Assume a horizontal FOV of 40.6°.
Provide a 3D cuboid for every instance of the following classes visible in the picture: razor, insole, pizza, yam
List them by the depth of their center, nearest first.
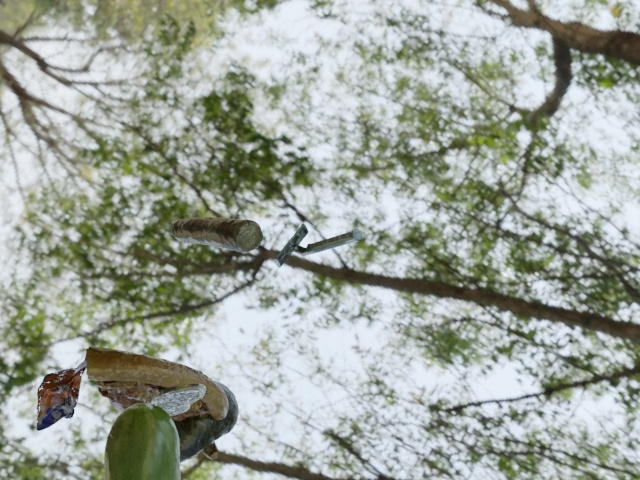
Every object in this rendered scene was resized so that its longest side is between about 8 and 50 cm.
[{"bbox_3d":[0.005,0.005,1.353,0.084,0.036,0.211,-52,-158,-23],"label":"razor"},{"bbox_3d":[-0.231,0.259,1.379,0.248,0.081,0.011,125,-43,-65],"label":"insole"},{"bbox_3d":[-0.198,-0.015,1.598,0.274,0.061,0.061,6,-113,56],"label":"yam"},{"bbox_3d":[-0.382,0.333,1.963,0.278,0.409,0.114,-12,-124,34],"label":"pizza"}]

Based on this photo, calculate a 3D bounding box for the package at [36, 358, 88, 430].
[{"bbox_3d":[-0.355,0.211,1.182,0.033,0.077,0.110,41,-55,40],"label":"package"}]

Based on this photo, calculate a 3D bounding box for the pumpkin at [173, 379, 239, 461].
[{"bbox_3d":[-0.315,0.470,2.175,0.260,0.189,0.260,-40,174,-5],"label":"pumpkin"}]

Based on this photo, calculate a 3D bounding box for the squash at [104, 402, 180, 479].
[{"bbox_3d":[-0.263,0.427,1.276,0.118,0.118,0.370,-2,-93,57],"label":"squash"}]
